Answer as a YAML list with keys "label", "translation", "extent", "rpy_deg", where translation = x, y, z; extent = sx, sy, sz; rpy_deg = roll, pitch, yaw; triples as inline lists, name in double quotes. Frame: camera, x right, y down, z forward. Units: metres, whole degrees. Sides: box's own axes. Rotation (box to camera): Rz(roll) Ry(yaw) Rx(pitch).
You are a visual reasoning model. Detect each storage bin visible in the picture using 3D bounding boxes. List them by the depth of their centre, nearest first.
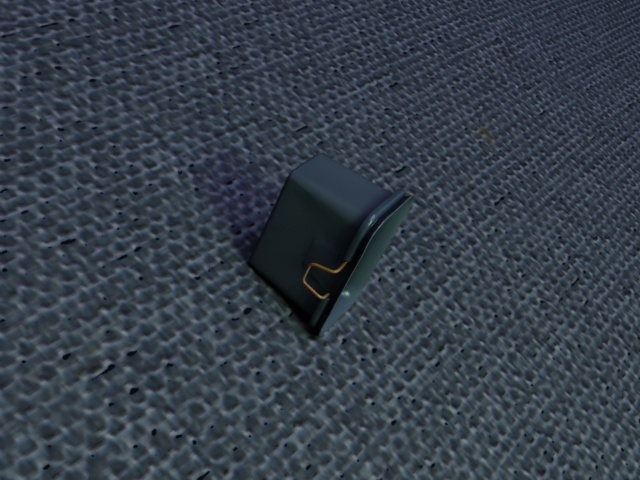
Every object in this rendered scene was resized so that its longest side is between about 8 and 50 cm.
- label: "storage bin"
  translation: [0.000, 0.000, 0.866]
  extent: [0.091, 0.135, 0.098]
  rpy_deg: [34, 36, 12]
